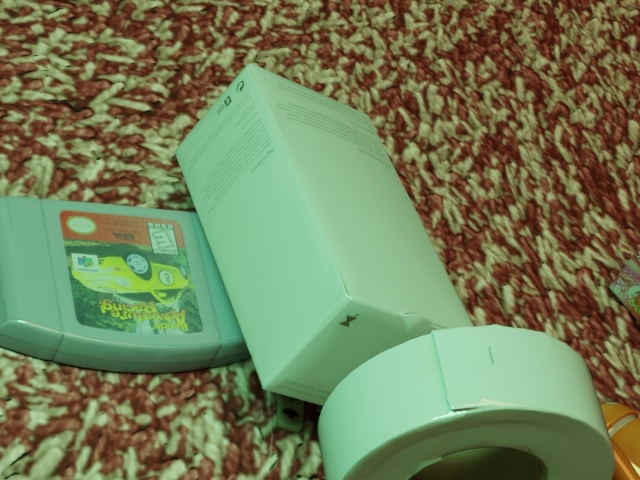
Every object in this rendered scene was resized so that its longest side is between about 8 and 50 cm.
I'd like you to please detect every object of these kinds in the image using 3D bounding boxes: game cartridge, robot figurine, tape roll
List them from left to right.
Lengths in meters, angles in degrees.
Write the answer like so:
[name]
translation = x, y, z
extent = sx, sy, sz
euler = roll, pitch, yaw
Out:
[game cartridge]
translation = -0.208, 0.049, 1.797
extent = 0.294, 0.060, 0.196
euler = 4, 52, -26
[tape roll]
translation = 0.142, 0.206, 1.672
extent = 0.286, 0.286, 0.100
euler = 10, 47, -22
[robot figurine]
translation = 0.341, 0.260, 1.834
extent = 0.219, 0.128, 0.158
euler = 38, 35, 29

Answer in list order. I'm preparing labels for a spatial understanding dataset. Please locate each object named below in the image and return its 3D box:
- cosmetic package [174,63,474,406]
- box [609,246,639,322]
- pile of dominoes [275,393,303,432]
[cosmetic package]
translation = 0.000, 0.000, 1.823
extent = 0.197, 0.155, 0.365
euler = 22, 33, -38
[box]
translation = 0.500, 0.096, 2.095
extent = 0.123, 0.128, 0.257
euler = -19, 61, -40
[pile of dominoes]
translation = 0.051, 0.135, 1.870
extent = 0.196, 0.040, 0.251
euler = 16, 45, -15
